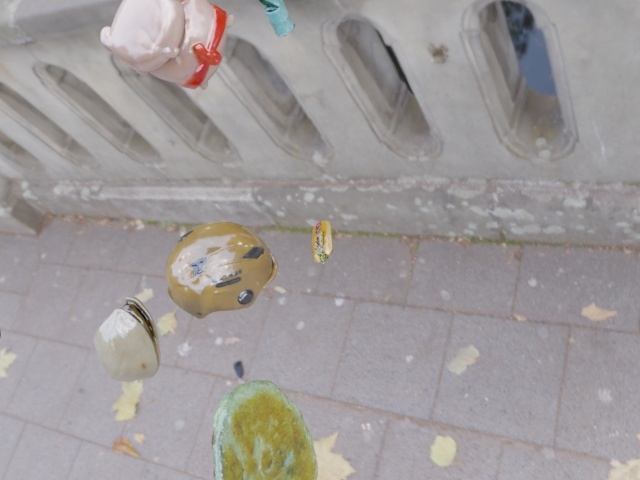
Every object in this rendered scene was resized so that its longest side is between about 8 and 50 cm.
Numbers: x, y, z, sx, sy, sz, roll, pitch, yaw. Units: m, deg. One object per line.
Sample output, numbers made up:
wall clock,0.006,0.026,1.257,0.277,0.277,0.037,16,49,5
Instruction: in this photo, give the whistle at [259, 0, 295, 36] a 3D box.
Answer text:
whistle,-0.094,-0.410,1.036,0.039,0.186,0.039,-15,46,16

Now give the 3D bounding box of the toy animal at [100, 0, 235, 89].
toy animal,-0.233,-0.332,1.060,0.172,0.198,0.171,1,91,27

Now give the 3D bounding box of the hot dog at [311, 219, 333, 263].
hot dog,0.000,0.000,0.971,0.037,0.021,0.083,-37,32,22

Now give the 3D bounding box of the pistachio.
pistachio,-0.439,0.233,1.503,0.153,0.237,0.137,9,37,10

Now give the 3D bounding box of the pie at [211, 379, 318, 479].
pie,-0.117,0.441,1.322,0.071,0.323,0.323,-18,54,33

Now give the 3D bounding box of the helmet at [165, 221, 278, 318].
helmet,-0.204,0.039,1.292,0.225,0.130,0.198,-24,49,-10
